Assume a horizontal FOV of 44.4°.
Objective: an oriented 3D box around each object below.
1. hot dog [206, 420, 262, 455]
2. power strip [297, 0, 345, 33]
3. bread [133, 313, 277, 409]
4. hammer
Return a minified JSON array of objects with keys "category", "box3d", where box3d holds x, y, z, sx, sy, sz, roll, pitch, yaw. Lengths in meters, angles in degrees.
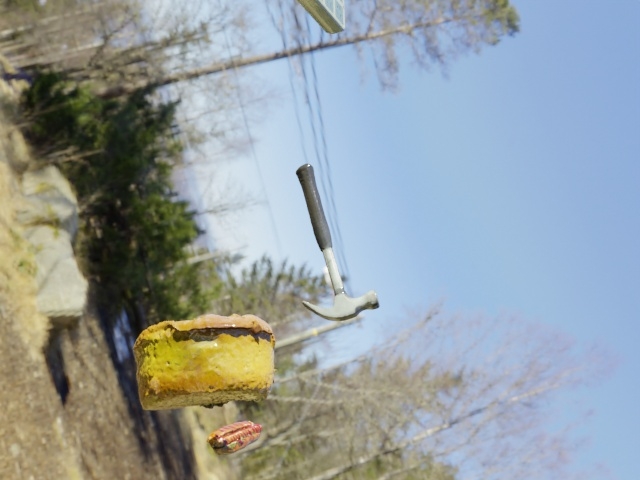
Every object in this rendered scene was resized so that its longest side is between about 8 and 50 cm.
[{"category":"hot dog","box3d":[-0.169,0.394,1.577,0.062,0.038,0.144,42,22,24]},{"category":"power strip","box3d":[-0.005,-0.179,0.545,0.090,0.016,0.040,27,58,-63]},{"category":"bread","box3d":[-0.210,0.209,1.367,0.147,0.261,0.160,85,3,-75]},{"category":"hammer","box3d":[0.000,0.000,1.134,0.029,0.103,0.246,62,9,-69]}]
